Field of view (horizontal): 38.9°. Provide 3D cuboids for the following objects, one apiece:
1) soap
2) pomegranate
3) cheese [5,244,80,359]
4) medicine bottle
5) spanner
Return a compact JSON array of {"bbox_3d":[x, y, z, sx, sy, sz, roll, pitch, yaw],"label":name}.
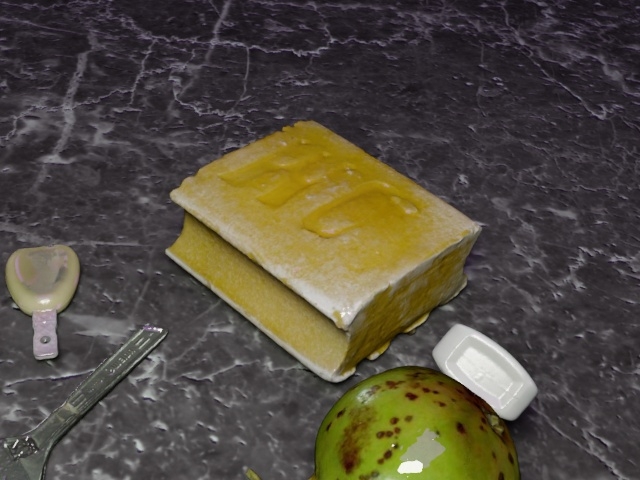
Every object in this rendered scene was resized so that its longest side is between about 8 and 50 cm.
[{"bbox_3d":[0.000,0.000,1.228,0.335,0.156,0.293,37,44,29],"label":"soap"},{"bbox_3d":[0.060,0.240,0.933,0.286,0.231,0.231,-11,35,23],"label":"pomegranate"},{"bbox_3d":[-0.356,0.079,1.168,0.097,0.037,0.192,-7,43,-14],"label":"cheese"},{"bbox_3d":[0.192,0.152,1.057,0.119,0.183,0.069,38,90,13],"label":"medicine bottle"},{"bbox_3d":[-0.282,0.195,1.054,0.093,0.026,0.325,24,42,18],"label":"spanner"}]
